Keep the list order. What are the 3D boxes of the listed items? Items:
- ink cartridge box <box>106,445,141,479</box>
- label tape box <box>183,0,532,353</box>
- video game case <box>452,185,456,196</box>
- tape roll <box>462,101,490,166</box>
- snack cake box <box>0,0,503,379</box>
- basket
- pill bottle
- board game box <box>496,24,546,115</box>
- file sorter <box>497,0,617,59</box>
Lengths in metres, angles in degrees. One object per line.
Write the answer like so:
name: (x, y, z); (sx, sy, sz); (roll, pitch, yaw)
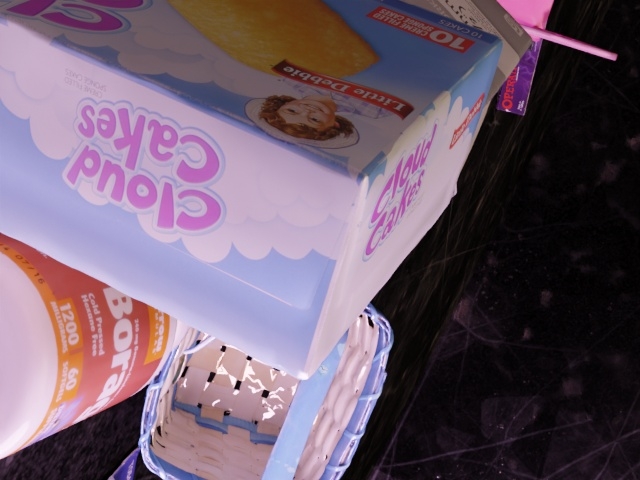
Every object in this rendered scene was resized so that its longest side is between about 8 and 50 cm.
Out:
ink cartridge box: (-0.230, 0.343, 1.049); (0.224, 0.045, 0.223); (-48, 158, -51)
label tape box: (0.015, -0.080, 0.839); (0.249, 0.115, 0.348); (-41, -179, 27)
video game case: (0.103, -0.091, 1.374); (0.173, 0.022, 0.190); (-33, 139, -24)
tape roll: (0.165, -0.163, 1.586); (0.392, 0.072, 0.392); (-58, 165, -25)
snack cake box: (-0.079, -0.068, 0.443); (0.152, 0.264, 0.089); (-45, 155, -55)
basket: (-0.051, 0.142, 0.977); (0.289, 0.201, 0.254); (-133, -116, -71)
pill bottle: (-0.159, 0.049, 0.650); (0.121, 0.121, 0.216); (-68, 166, 12)
board game box: (0.322, -0.327, 1.736); (0.347, 0.056, 0.208); (-58, 164, -73)
file sorter: (0.219, -0.337, 1.039); (0.182, 0.202, 0.290); (41, -63, 58)
